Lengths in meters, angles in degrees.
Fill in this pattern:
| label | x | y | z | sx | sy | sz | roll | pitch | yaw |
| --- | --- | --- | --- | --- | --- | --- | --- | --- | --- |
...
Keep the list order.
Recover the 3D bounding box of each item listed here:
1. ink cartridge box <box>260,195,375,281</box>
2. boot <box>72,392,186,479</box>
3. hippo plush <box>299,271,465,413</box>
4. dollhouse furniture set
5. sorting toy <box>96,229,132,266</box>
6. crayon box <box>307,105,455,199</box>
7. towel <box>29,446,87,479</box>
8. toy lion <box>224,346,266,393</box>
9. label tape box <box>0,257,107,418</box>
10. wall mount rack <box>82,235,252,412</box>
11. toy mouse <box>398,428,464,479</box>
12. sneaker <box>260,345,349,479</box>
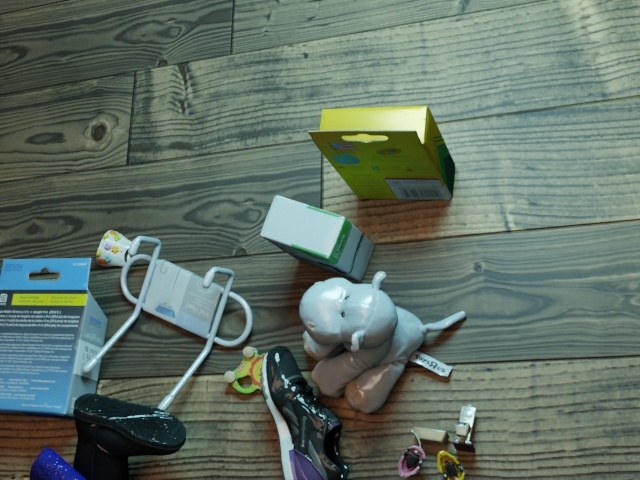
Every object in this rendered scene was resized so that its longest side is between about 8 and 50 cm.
| label | x | y | z | sx | sy | sz | roll | pitch | yaw |
| --- | --- | --- | --- | --- | --- | --- | --- | --- | --- |
| ink cartridge box | 0.000 | 0.000 | 1.581 | 0.153 | 0.208 | 0.087 | 18 | 82 | 25 |
| boot | -0.377 | 0.425 | 1.602 | 0.246 | 0.094 | 0.207 | 13 | 114 | 16 |
| hippo plush | 0.075 | 0.183 | 1.475 | 0.294 | 0.236 | 0.234 | 11 | 76 | 23 |
| dollhouse furniture set | 0.222 | 0.320 | 1.472 | 0.114 | 0.091 | 0.081 | 3 | 58 | 23 |
| sorting toy | -0.454 | 0.023 | 1.832 | 0.075 | 0.045 | 0.083 | 18 | 79 | 4 |
| crayon box | 0.124 | -0.168 | 1.529 | 0.202 | 0.318 | 0.081 | 2 | 73 | 20 |
| towel | -0.439 | 0.558 | 1.578 | 0.308 | 0.076 | 0.227 | 31 | 123 | 23 |
| toy lion | -0.128 | 0.266 | 1.637 | 0.096 | 0.034 | 0.100 | 37 | 87 | 18 |
| label tape box | -0.596 | 0.212 | 1.777 | 0.241 | 0.106 | 0.333 | -1 | 71 | 19 |
| wall mount rack | -0.327 | 0.166 | 1.686 | 0.350 | 0.130 | 0.304 | 21 | 94 | 25 |
| toy mouse | 0.183 | 0.422 | 1.459 | 0.143 | 0.031 | 0.161 | -37 | 80 | 12 |
| sneaker | -0.017 | 0.324 | 1.525 | 0.124 | 0.107 | 0.283 | -24 | 74 | 30 |
